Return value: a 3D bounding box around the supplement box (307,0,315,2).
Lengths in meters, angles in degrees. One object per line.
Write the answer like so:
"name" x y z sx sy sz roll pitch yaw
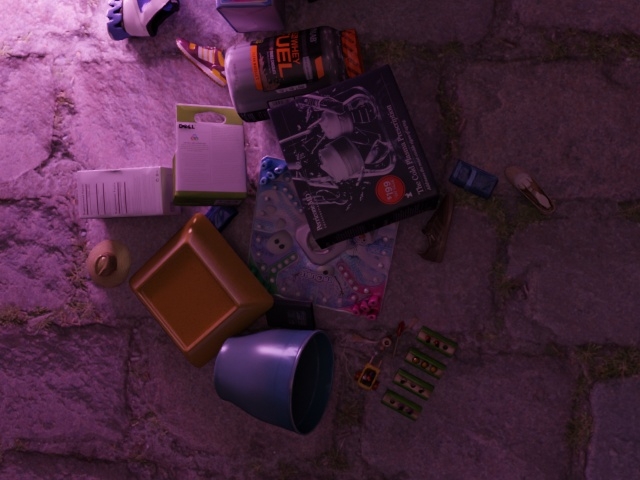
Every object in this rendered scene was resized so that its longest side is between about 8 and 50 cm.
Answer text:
"supplement box" 0.097 -0.772 1.793 0.357 0.194 0.195 -15 91 9

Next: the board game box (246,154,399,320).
"board game box" 0.000 0.000 1.885 0.390 0.050 0.389 12 108 8

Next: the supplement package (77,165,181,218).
"supplement package" -0.528 -0.130 1.959 0.244 0.139 0.133 -2 92 10

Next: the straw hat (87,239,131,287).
"straw hat" -0.619 0.069 2.025 0.145 0.061 0.144 1 94 8

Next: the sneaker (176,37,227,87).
"sneaker" -0.310 -0.507 1.944 0.185 0.069 0.084 42 90 -2

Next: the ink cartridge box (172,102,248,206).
"ink cartridge box" -0.298 -0.226 1.889 0.189 0.097 0.255 1 78 -17

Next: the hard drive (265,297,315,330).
"hard drive" -0.085 0.203 1.938 0.135 0.022 0.094 4 128 14

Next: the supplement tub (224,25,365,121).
"supplement tub" -0.060 -0.434 1.832 0.338 0.207 0.207 -10 92 9

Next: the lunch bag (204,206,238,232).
"lunch bag" -0.279 -0.073 1.958 0.065 0.067 0.098 43 96 3

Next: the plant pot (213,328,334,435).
"plant pot" -0.131 0.354 1.876 0.255 0.272 0.271 7 95 24

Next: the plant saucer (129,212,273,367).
"plant saucer" -0.350 0.150 1.942 0.333 0.081 0.332 -41 86 21

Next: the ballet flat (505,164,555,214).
"ballet flat" 0.549 -0.135 1.830 0.168 0.052 0.057 45 99 4

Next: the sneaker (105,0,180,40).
"sneaker" -0.472 -0.698 1.934 0.182 0.127 0.315 8 101 5

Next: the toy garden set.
"toy garden set" 0.224 0.342 1.912 0.204 0.049 0.244 28 97 6

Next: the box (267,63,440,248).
"box" 0.082 -0.194 1.714 0.313 0.179 0.343 -21 80 3

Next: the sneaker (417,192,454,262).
"sneaker" 0.306 -0.037 1.868 0.071 0.066 0.188 12 95 9

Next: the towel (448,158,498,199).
"towel" 0.404 -0.160 1.864 0.120 0.029 0.067 27 98 6

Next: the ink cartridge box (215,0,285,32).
"ink cartridge box" -0.177 -0.758 1.799 0.151 0.270 0.395 1 93 4
